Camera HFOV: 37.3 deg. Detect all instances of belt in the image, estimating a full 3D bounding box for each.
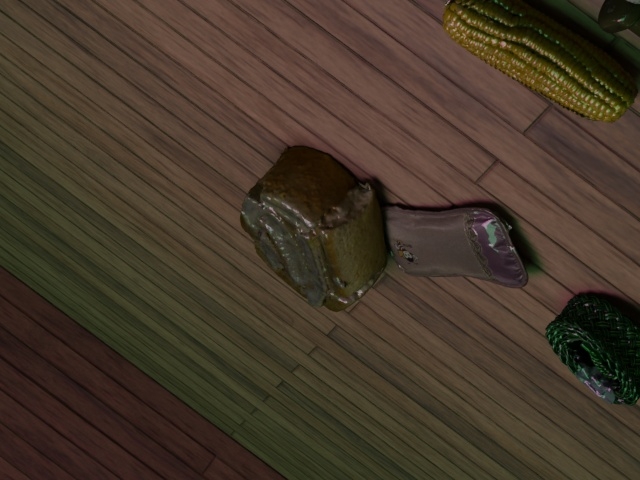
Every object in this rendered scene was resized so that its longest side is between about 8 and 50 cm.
[{"bbox_3d":[0.364,0.134,1.197,0.151,0.079,0.121,49,161,1],"label":"belt"}]

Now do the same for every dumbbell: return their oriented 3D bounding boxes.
[{"bbox_3d":[0.296,-0.176,0.816,0.118,0.046,0.052,30,166,-19],"label":"dumbbell"}]

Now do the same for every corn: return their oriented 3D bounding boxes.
[{"bbox_3d":[0.208,-0.181,0.909,0.203,0.072,0.072,33,151,5],"label":"corn"}]

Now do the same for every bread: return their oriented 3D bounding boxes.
[{"bbox_3d":[0.000,0.000,1.335,0.186,0.124,0.257,19,145,40],"label":"bread"}]

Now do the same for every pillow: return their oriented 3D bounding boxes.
[{"bbox_3d":[0.167,0.006,1.255,0.232,0.038,0.131,3,132,48],"label":"pillow"}]

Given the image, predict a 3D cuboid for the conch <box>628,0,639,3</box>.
[{"bbox_3d":[0.249,-0.231,0.744,0.076,0.056,0.085,41,149,44],"label":"conch"}]
